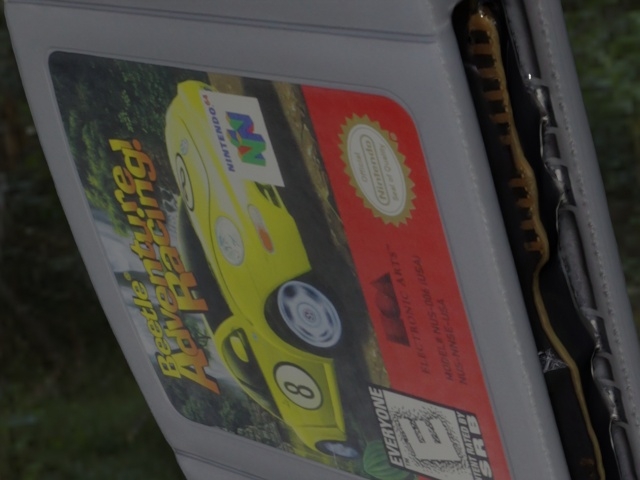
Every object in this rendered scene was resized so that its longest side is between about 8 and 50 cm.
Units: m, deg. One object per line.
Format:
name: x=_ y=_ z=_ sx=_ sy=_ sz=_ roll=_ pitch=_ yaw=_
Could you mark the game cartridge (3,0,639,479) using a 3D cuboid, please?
game cartridge: x=0.000 y=0.000 z=0.565 sx=0.060 sy=0.294 sz=0.196 roll=-35 pitch=31 yaw=-31
